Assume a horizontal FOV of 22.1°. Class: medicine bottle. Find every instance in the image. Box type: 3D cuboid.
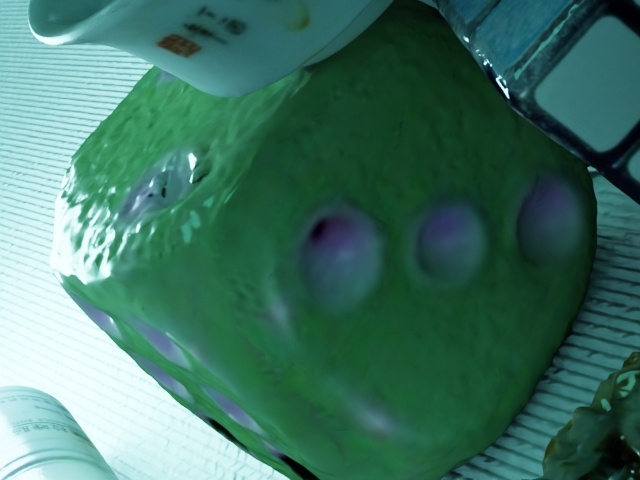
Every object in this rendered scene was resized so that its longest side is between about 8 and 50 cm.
[{"bbox_3d":[-0.264,0.245,1.519,0.152,0.152,0.254,-48,27,-5],"label":"medicine bottle"}]

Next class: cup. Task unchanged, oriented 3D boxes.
[{"bbox_3d":[-0.031,-0.233,1.124,0.347,0.163,0.347,-38,31,27],"label":"cup"}]

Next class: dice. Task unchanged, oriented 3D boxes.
[{"bbox_3d":[0.000,0.000,1.309,0.330,0.322,0.318,-53,28,-18],"label":"dice"}]

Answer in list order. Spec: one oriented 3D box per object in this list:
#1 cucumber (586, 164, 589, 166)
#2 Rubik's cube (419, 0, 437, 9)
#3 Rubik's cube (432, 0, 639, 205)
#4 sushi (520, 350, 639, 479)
[{"bbox_3d":[0.258,-0.093,1.398,0.134,0.033,0.034,-29,-10,31],"label":"cucumber"},{"bbox_3d":[0.081,-0.287,1.600,0.316,0.319,0.322,-5,48,50],"label":"Rubik's cube"},{"bbox_3d":[0.295,-0.196,1.100,0.337,0.343,0.344,-50,29,14],"label":"Rubik's cube"},{"bbox_3d":[0.273,0.154,0.875,0.417,0.176,0.417,-33,29,22],"label":"sushi"}]
